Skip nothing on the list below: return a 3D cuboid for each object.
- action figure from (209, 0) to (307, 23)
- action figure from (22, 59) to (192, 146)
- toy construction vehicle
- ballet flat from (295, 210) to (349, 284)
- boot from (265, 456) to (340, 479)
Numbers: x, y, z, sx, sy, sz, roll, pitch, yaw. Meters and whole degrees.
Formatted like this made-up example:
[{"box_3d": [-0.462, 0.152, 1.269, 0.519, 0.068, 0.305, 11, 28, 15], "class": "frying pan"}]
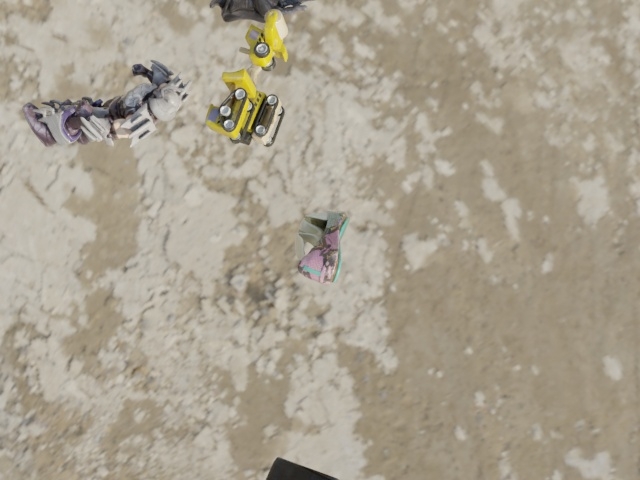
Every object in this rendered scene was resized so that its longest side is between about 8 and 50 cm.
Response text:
[{"box_3d": [-0.083, -0.300, 0.799, 0.164, 0.141, 0.276, -100, 165, -44], "class": "action figure"}, {"box_3d": [-0.311, -0.196, 1.652, 0.185, 0.285, 0.099, -38, 113, -47], "class": "action figure"}, {"box_3d": [-0.051, -0.109, 0.778, 0.035, 0.086, 0.098, 15, 78, 16], "class": "toy construction vehicle"}, {"box_3d": [0.000, 0.000, 1.760, 0.079, 0.077, 0.221, 20, 25, -3], "class": "ballet flat"}, {"box_3d": [0.008, 0.508, 1.411, 0.146, 0.445, 0.367, 1, 66, 16], "class": "boot"}]
